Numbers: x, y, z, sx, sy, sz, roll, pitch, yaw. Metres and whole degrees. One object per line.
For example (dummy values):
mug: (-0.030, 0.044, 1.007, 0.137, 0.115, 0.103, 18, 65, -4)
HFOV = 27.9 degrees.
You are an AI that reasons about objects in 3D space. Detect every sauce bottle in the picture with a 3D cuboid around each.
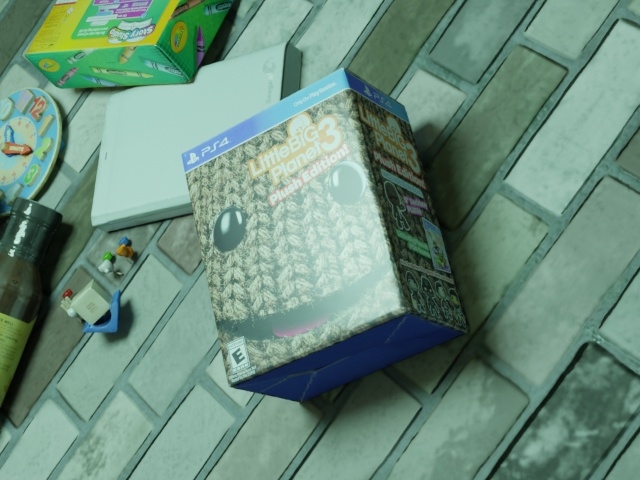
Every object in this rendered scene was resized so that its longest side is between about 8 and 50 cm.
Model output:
sauce bottle: (-0.444, 0.110, 1.751, 0.111, 0.111, 0.344, 14, 78, 40)

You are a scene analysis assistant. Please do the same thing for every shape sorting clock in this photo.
shape sorting clock: (-0.460, -0.133, 1.920, 0.206, 0.040, 0.206, -16, 61, 30)

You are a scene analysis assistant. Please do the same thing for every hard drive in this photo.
hard drive: (-0.167, -0.133, 1.706, 0.308, 0.040, 0.203, -11, 63, 33)

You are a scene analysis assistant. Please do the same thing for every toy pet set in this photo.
toy pet set: (-0.280, 0.072, 1.697, 0.122, 0.065, 0.114, -42, 16, 10)

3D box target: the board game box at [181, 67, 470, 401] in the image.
board game box: (0.000, 0.000, 1.429, 0.232, 0.141, 0.291, -26, 64, 25)

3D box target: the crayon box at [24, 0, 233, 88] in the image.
crayon box: (-0.267, -0.303, 1.803, 0.278, 0.081, 0.165, 4, 59, 39)
